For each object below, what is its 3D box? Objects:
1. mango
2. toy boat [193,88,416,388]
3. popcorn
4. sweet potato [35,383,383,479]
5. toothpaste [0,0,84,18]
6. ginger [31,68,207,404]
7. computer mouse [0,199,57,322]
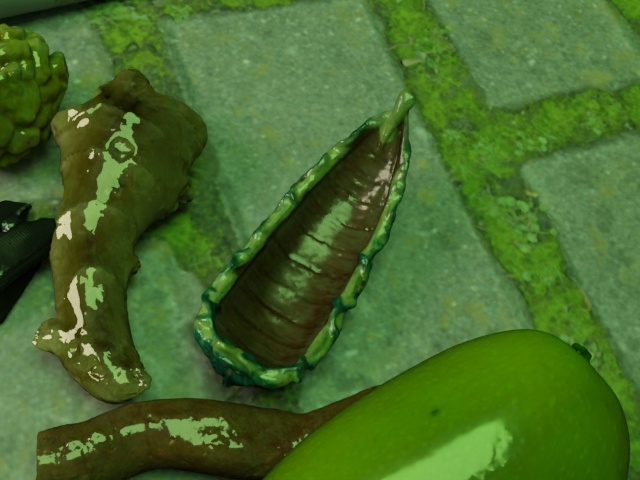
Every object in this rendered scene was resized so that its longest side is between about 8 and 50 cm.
[{"bbox_3d":[0.067,0.194,0.680,0.343,0.156,0.192,-27,104,-16],"label":"mango"},{"bbox_3d":[0.000,0.003,0.826,0.108,0.099,0.293,31,65,7],"label":"toy boat"},{"bbox_3d":[-0.277,-0.123,0.839,0.106,0.116,0.121,2,99,22],"label":"popcorn"},{"bbox_3d":[-0.066,0.149,0.740,0.281,0.059,0.067,-1,70,-12],"label":"sweet potato"},{"bbox_3d":[-0.261,-0.264,0.949,0.299,0.073,0.114,-25,68,-33],"label":"toothpaste"},{"bbox_3d":[-0.160,-0.007,0.804,0.131,0.086,0.294,9,62,-22],"label":"ginger"},{"bbox_3d":[-0.265,0.015,0.785,0.079,0.047,0.135,33,56,7],"label":"computer mouse"}]
